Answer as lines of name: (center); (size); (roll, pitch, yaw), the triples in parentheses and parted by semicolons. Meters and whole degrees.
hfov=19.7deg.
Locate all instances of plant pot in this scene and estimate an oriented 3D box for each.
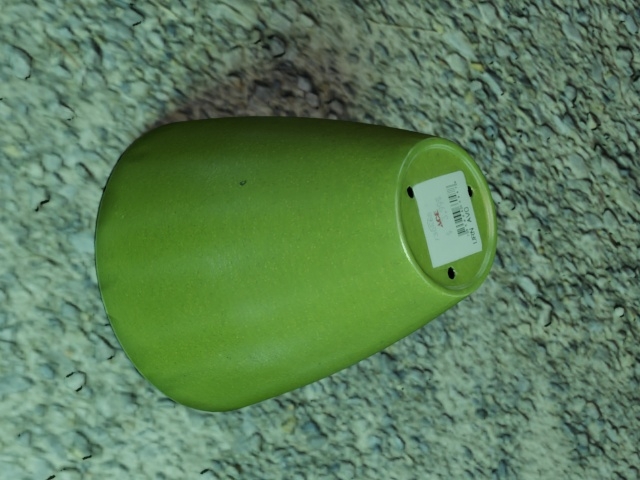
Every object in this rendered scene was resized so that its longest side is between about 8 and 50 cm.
plant pot: (0.000, 0.000, 1.627); (0.275, 0.293, 0.275); (14, 70, -45)
